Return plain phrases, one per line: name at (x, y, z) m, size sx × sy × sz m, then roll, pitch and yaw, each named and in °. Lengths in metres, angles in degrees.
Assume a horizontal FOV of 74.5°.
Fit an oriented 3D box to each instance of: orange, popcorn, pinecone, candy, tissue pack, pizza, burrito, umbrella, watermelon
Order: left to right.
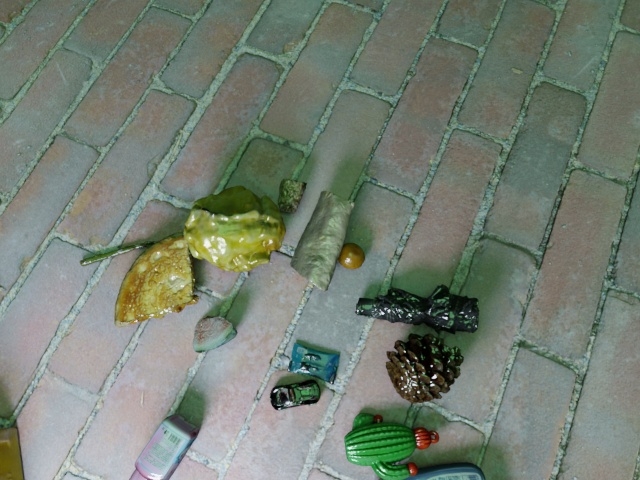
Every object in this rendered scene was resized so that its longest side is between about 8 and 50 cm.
pizza at (-0.460, 0.132, 1.240) m, size 0.226 × 0.086 × 0.335 m, roll 32°, pitch 78°, yaw 5°
watermelon at (-0.293, 0.262, 1.196) m, size 0.180 × 0.081 × 0.094 m, roll -9°, pitch 93°, yaw 34°
popcorn at (-0.248, -0.035, 1.219) m, size 0.287 × 0.215 × 0.251 m, roll -8°, pitch 71°, yaw -17°
candy at (-0.091, -0.141, 1.310) m, size 0.085 × 0.095 × 0.110 m, roll 11°, pitch 79°, yaw 0°
tissue pack at (-0.020, 0.350, 1.199) m, size 0.138 × 0.028 × 0.085 m, roll 14°, pitch 74°, yaw 2°
burrito at (0.003, 0.001, 1.245) m, size 0.143 × 0.105 × 0.299 m, roll 5°, pitch 67°, yaw 41°
orange at (0.092, 0.047, 1.260) m, size 0.085 × 0.085 × 0.084 m, roll 0°, pitch 73°, yaw 1°
umbrella at (0.275, 0.185, 1.202) m, size 0.337 × 0.154 × 0.128 m, roll 6°, pitch 105°, yaw 22°
pinecone at (0.279, 0.332, 1.118) m, size 0.205 × 0.184 × 0.179 m, roll -22°, pitch 92°, yaw -14°

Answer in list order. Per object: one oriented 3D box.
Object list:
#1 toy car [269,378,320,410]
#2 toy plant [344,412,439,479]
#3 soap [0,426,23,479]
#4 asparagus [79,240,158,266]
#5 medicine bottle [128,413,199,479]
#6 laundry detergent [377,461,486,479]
toy car at (-0.071, 0.426, 1.161) m, size 0.142 × 0.055 × 0.069 m, roll -10°, pitch 70°, yaw -3°
toy plant at (0.181, 0.540, 1.098) m, size 0.241 × 0.088 × 0.154 m, roll 13°, pitch 45°, yaw 12°
soap at (-0.822, 0.637, 1.038) m, size 0.091 × 0.199 × 0.314 m, roll -19°, pitch 73°, yaw -9°
asparagus at (-0.618, 0.036, 1.303) m, size 0.249 × 0.024 × 0.025 m, roll -16°, pitch 116°, yaw -4°
medicine bottle at (-0.410, 0.561, 1.092) m, size 0.094 × 0.119 × 0.188 m, roll 31°, pitch 76°, yaw 6°
laundry detergent at (0.274, 0.651, 1.075) m, size 0.290 × 0.094 × 0.143 m, roll -3°, pitch 75°, yaw 3°
